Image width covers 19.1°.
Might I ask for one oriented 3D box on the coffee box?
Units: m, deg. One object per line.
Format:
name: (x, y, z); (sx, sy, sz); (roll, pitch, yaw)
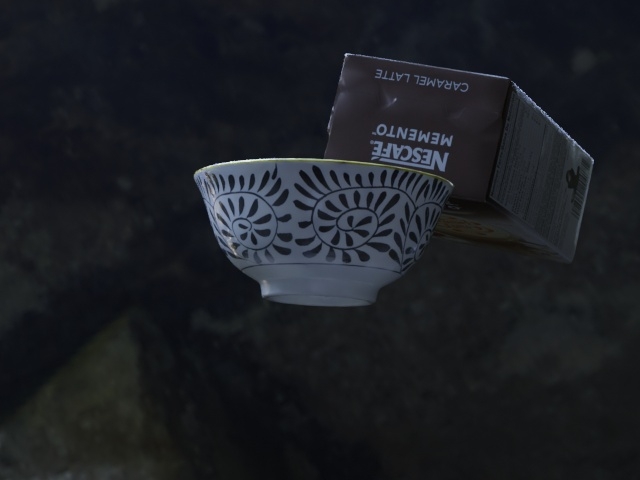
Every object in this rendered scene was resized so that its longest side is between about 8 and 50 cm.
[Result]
coffee box: (0.114, -0.061, 1.519); (0.246, 0.141, 0.098); (27, -105, -64)

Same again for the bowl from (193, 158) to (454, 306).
bowl: (0.000, 0.000, 1.234); (0.170, 0.170, 0.080); (8, -99, -31)
